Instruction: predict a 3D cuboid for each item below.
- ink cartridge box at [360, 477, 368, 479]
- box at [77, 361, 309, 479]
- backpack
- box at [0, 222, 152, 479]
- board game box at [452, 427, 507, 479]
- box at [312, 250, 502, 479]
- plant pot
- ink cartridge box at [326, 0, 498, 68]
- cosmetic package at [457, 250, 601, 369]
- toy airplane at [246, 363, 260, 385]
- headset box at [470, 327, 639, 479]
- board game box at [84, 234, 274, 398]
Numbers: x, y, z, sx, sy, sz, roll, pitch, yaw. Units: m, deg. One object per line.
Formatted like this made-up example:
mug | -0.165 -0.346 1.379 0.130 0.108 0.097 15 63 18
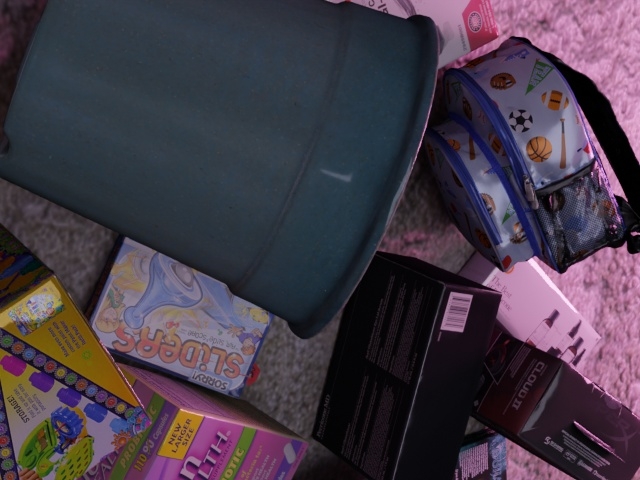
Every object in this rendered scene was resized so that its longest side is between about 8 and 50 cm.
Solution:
ink cartridge box | 0.037 0.428 1.299 0.307 0.129 0.223 -14 126 -44
box | -0.163 0.278 1.183 0.243 0.117 0.214 29 87 -51
backpack | 0.241 -0.107 1.291 0.213 0.276 0.263 -22 110 -9
box | -0.358 0.137 0.972 0.279 0.290 0.177 -35 118 -17
board game box | 0.215 0.371 1.520 0.126 0.026 0.186 -12 109 -27
box | 0.103 0.160 1.307 0.103 0.184 0.261 10 98 -35
plant pot | -0.110 -0.122 1.015 0.334 0.341 0.341 22 92 -12
ink cartridge box | 0.086 -0.271 1.239 0.218 0.092 0.159 -29 115 -19
cosmetic package | 0.292 0.099 1.473 0.239 0.060 0.099 44 79 -31
toy airplane | -0.110 0.096 1.258 0.151 0.028 0.151 -3 98 -24
headset box | 0.269 0.206 1.350 0.218 0.293 0.110 36 84 -33
board game box | -0.159 0.084 1.201 0.201 0.035 0.136 24 86 -23
